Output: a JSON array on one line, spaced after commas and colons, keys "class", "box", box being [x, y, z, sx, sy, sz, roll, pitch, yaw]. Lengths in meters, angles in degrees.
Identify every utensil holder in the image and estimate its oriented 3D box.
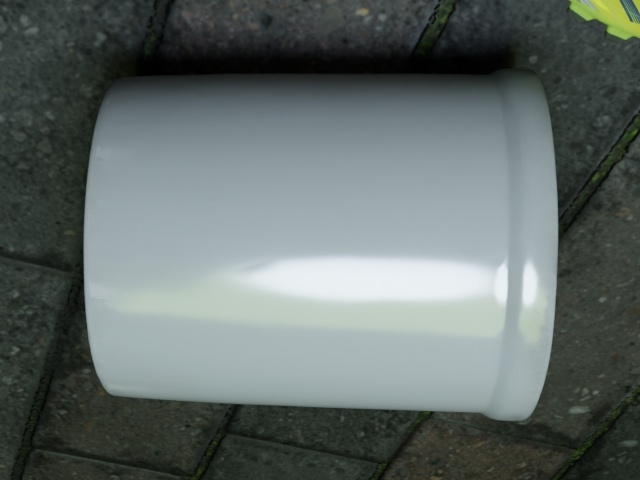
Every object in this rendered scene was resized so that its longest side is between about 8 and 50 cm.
[{"class": "utensil holder", "box": [0.000, 0.000, 1.014, 0.386, 0.327, 0.327, 1, 135, 0]}]

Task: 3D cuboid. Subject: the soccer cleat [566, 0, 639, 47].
[{"class": "soccer cleat", "box": [0.239, -0.255, 0.926, 0.289, 0.093, 0.121, 19, 125, -20]}]
